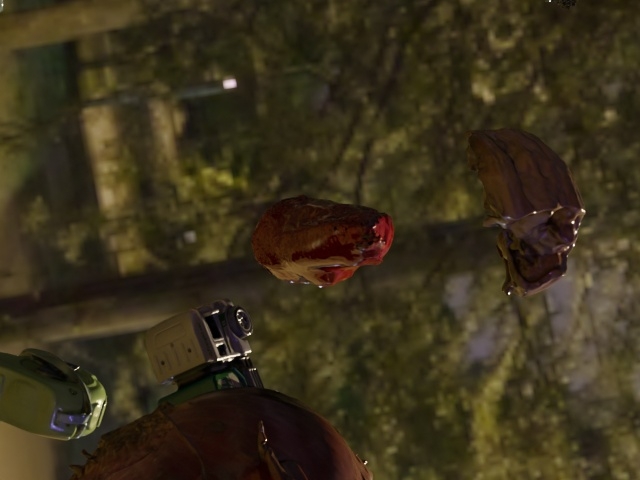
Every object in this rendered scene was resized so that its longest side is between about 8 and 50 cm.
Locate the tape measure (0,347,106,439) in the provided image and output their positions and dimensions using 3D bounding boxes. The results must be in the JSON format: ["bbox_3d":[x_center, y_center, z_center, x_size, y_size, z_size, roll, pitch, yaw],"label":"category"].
[{"bbox_3d":[-0.393,0.216,2.119,0.175,0.200,0.106,-2,108,-70],"label":"tape measure"}]

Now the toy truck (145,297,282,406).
[{"bbox_3d":[-0.109,0.196,1.671,0.124,0.114,0.253,-8,73,-65],"label":"toy truck"}]

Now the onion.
[{"bbox_3d":[-0.108,0.287,1.352,0.353,0.354,0.353,170,-90,-83],"label":"onion"}]

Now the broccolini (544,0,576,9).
[{"bbox_3d":[0.306,-0.338,1.999,0.216,0.058,0.067,-113,-176,-83],"label":"broccolini"}]

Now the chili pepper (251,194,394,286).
[{"bbox_3d":[0.000,0.000,1.688,0.387,0.110,0.110,-179,-101,-71],"label":"chili pepper"}]

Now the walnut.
[{"bbox_3d":[0.281,-0.059,2.041,0.238,0.141,0.204,71,2,-47],"label":"walnut"}]

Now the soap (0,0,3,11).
[{"bbox_3d":[-0.518,-0.427,2.087,0.094,0.150,0.261,39,-48,29],"label":"soap"}]
